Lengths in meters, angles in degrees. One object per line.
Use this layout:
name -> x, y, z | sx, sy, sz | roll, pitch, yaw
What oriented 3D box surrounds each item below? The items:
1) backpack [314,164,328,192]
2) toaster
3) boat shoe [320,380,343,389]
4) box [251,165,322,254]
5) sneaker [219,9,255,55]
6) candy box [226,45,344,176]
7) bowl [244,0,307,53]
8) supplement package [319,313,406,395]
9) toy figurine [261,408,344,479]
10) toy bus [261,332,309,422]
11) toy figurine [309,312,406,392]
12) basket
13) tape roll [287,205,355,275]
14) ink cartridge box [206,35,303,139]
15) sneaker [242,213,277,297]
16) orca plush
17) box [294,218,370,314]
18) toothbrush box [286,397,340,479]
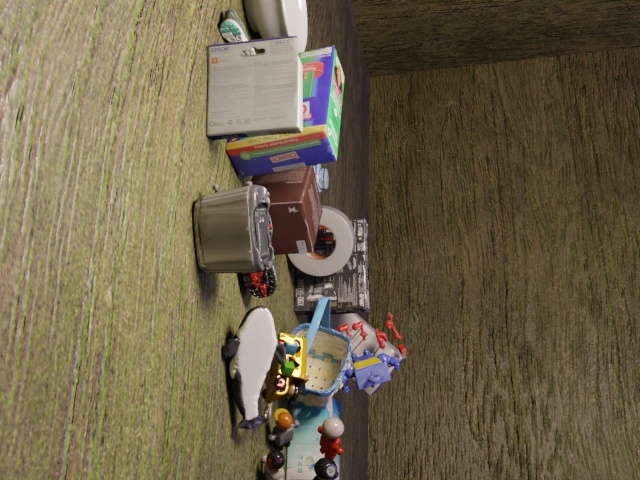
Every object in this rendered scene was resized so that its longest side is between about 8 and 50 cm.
backpack -> -0.014, -0.231, 2.551 | 0.105, 0.084, 0.114 | -34, 116, -79
toaster -> -0.187, -0.012, 1.524 | 0.129, 0.147, 0.226 | -19, 105, -77
boat shoe -> 0.031, 0.484, 2.464 | 0.324, 0.116, 0.123 | -11, 97, -78
box -> -0.099, -0.085, 1.906 | 0.203, 0.167, 0.168 | -76, 160, -54
sneaker -> -0.207, -0.522, 1.792 | 0.166, 0.065, 0.076 | 68, 18, -60
candy box -> -0.085, -0.334, 1.805 | 0.122, 0.268, 0.317 | 60, 28, -51
bowl -> -0.134, -0.675, 1.998 | 0.298, 0.134, 0.297 | -3, 90, -79
supplement package -> 0.133, 0.384, 2.483 | 0.175, 0.293, 0.177 | -50, 164, 2
toy figurine -> -0.046, 0.564, 1.855 | 0.213, 0.210, 0.148 | -72, 173, -51
toy bus -> -0.082, 0.338, 1.772 | 0.191, 0.104, 0.202 | -136, -118, -67
toy figurine -> 0.117, 0.388, 2.216 | 0.217, 0.363, 0.191 | -129, -153, -72
basket -> -0.016, 0.335, 2.046 | 0.289, 0.201, 0.254 | 82, 25, -47
tape roll -> 0.000, 0.000, 2.221 | 0.072, 0.219, 0.219 | -42, 128, -74
ink cartridge box -> -0.151, -0.349, 1.612 | 0.045, 0.223, 0.223 | 38, 51, -74
sneaker -> -0.172, 0.009, 1.776 | 0.125, 0.104, 0.261 | -111, -164, -69
orca plush -> -0.161, 0.295, 1.673 | 0.102, 0.151, 0.287 | -167, -112, -70
box -> 0.038, 0.089, 2.321 | 0.076, 0.243, 0.307 | 51, 37, -70
toothbrush box -> -0.018, 0.638, 2.175 | 0.216, 0.126, 0.295 | 60, 30, -64
